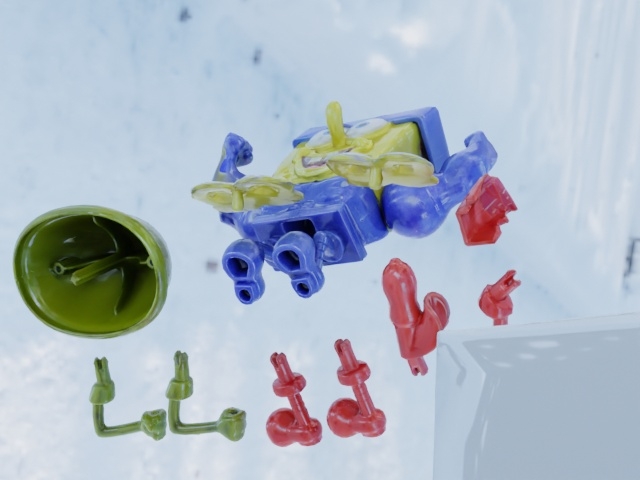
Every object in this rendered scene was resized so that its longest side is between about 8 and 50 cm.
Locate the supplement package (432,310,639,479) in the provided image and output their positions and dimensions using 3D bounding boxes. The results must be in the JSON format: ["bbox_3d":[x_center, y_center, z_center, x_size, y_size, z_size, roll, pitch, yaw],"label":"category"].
[{"bbox_3d":[0.138,0.145,0.525,0.244,0.139,0.134,62,27,-50],"label":"supplement package"}]

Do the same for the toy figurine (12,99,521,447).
[{"bbox_3d":[0.000,0.000,0.881,0.217,0.362,0.191,-48,122,-50],"label":"toy figurine"}]
